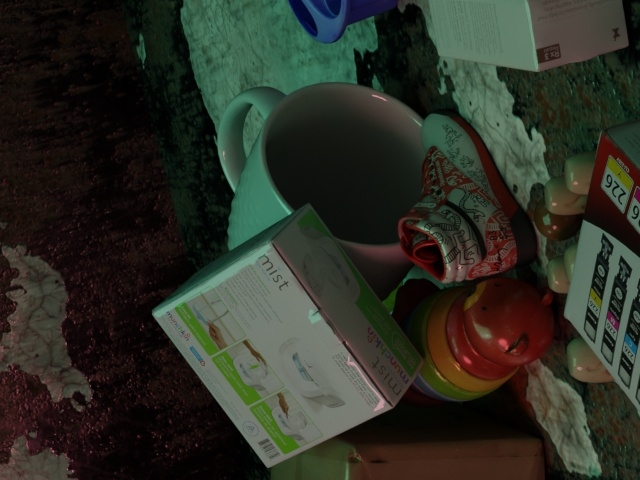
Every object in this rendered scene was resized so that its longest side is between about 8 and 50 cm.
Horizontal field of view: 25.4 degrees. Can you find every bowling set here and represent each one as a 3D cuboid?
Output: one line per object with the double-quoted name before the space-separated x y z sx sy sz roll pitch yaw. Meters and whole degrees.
"bowling set" 0.314 -0.015 1.473 0.200 0.154 0.287 -101 4 -58

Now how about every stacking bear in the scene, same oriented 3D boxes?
"stacking bear" 0.197 0.124 1.851 0.164 0.175 0.289 45 153 -8

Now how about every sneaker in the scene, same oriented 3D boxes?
"sneaker" 0.154 -0.059 1.827 0.090 0.145 0.270 98 150 -50

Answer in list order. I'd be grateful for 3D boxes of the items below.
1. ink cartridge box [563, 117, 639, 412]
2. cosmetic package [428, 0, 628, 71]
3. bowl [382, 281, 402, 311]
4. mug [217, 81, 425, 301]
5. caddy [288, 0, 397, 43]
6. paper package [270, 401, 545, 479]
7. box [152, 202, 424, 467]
"ink cartridge box" 0.315 0.097 1.020 0.272 0.130 0.309 90 156 -45
"cosmetic package" 0.219 -0.242 1.538 0.231 0.117 0.086 22 127 65
"bowl" 0.000 0.000 2.298 0.289 0.156 0.290 164 90 -72
"mug" -0.023 -0.055 2.032 0.374 0.276 0.328 53 147 17
"caddy" 0.002 -0.438 1.898 0.241 0.179 0.341 152 101 -72
"paper package" 0.114 0.331 1.994 0.325 0.309 0.168 -170 82 -67
"box" -0.042 0.125 1.818 0.231 0.127 0.262 -32 98 34
